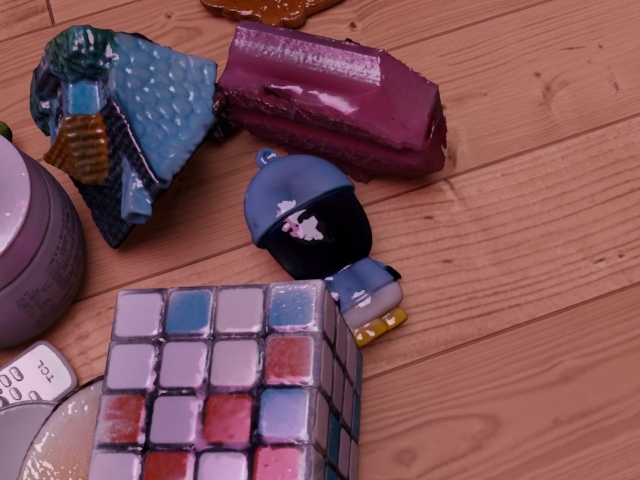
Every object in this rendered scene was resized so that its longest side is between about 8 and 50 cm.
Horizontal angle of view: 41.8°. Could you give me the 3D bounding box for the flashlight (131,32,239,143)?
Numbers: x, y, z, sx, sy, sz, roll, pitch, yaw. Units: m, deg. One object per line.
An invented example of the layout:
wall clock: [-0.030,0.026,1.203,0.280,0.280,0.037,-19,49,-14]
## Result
flashlight: [-0.226,-0.243,1.315,0.232,0.093,0.093,36,73,22]

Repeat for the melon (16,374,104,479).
melon: [-0.285,0.240,0.957,0.097,0.054,0.182,4,65,-1]

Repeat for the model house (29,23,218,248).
model house: [-0.287,-0.114,1.153,0.225,0.261,0.241,9,65,-25]

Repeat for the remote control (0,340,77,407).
remote control: [-0.421,0.218,1.124,0.190,0.029,0.087,-37,84,-24]

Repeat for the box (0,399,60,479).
box: [-0.339,0.324,1.030,0.226,0.149,0.226,-1,66,2]

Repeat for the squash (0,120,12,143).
squash: [-0.584,-0.078,1.256,0.082,0.082,0.292,41,75,18]

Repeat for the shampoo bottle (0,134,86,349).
shampoo bottle: [-0.463,0.000,1.116,0.272,0.266,0.273,-1,65,2]

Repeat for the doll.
doll: [0.000,0.000,1.164,0.177,0.141,0.314,-22,75,-41]

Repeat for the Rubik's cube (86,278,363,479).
Rubik's cube: [-0.095,0.210,0.992,0.253,0.259,0.257,-2,64,12]

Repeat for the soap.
soap: [0.028,-0.187,1.199,0.324,0.220,0.127,19,75,15]

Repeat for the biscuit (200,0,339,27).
biscuit: [-0.068,-0.425,1.406,0.280,0.043,0.183,-7,70,-5]
